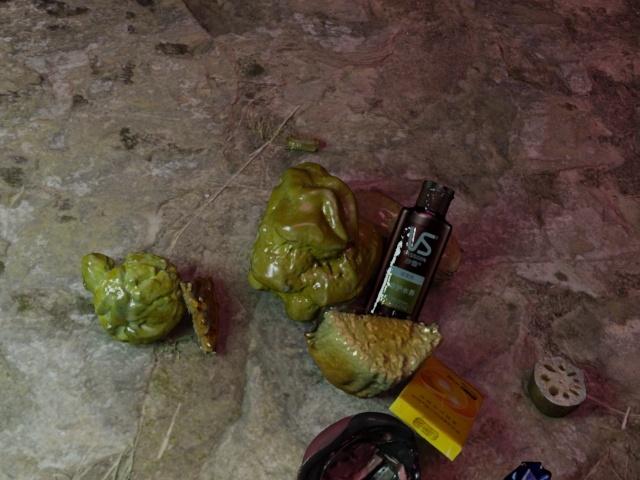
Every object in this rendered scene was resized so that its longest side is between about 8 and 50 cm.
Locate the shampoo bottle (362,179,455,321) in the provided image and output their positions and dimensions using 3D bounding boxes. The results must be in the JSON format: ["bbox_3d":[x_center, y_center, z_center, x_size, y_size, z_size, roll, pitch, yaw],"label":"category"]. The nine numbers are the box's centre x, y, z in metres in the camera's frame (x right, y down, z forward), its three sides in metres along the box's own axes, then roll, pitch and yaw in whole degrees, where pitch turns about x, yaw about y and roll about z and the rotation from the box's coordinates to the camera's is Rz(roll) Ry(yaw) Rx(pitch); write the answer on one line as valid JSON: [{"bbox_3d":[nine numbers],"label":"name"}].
[{"bbox_3d":[0.204,0.030,1.648,0.129,0.084,0.323,22,92,-5],"label":"shampoo bottle"}]

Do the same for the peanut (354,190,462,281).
[{"bbox_3d":[0.188,-0.017,1.768,0.313,0.149,0.149,29,51,8],"label":"peanut"}]

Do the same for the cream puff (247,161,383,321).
[{"bbox_3d":[0.003,-0.009,1.614,0.270,0.274,0.323,16,53,4],"label":"cream puff"}]

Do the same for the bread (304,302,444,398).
[{"bbox_3d":[0.099,0.232,1.520,0.262,0.204,0.162,11,64,-15],"label":"bread"}]

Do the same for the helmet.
[{"bbox_3d":[0.060,0.415,1.395,0.253,0.154,0.198,-14,98,-16],"label":"helmet"}]

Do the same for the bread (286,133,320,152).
[{"bbox_3d":[-0.045,-0.246,1.921,0.088,0.033,0.049,4,39,-21],"label":"bread"}]

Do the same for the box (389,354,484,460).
[{"bbox_3d":[0.241,0.324,1.507,0.152,0.043,0.269,39,22,10],"label":"box"}]

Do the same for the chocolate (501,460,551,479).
[{"bbox_3d":[0.313,0.528,1.424,0.343,0.126,0.148,-20,102,-32],"label":"chocolate"}]

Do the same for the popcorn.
[{"bbox_3d":[-0.367,0.098,1.467,0.213,0.198,0.198,25,51,11],"label":"popcorn"}]

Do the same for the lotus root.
[{"bbox_3d":[0.512,0.323,1.657,0.112,0.081,0.122,13,52,-7],"label":"lotus root"}]

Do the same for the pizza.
[{"bbox_3d":[-0.239,0.116,1.509,0.036,0.176,0.184,-11,46,5],"label":"pizza"}]
